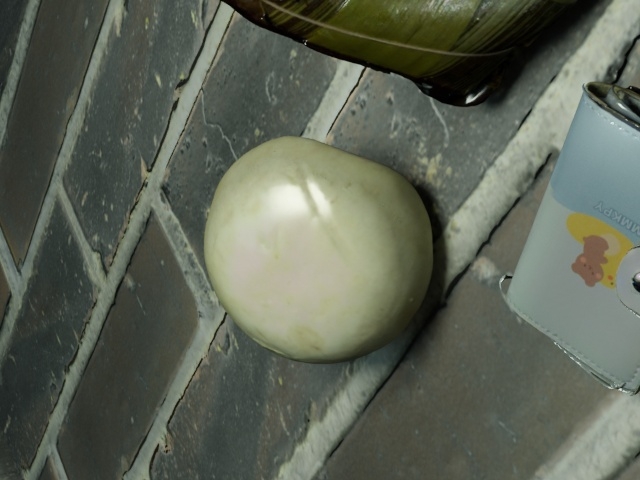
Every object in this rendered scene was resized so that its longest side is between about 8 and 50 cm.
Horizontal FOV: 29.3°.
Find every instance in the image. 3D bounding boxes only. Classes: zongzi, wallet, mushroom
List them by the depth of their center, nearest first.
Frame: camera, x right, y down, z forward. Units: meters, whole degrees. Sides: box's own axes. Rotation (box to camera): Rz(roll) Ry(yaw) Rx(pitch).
[{"bbox_3d":[0.249,0.001,0.992,0.170,0.069,0.231,37,132,25],"label":"wallet"},{"bbox_3d":[0.089,-0.254,0.995,0.317,0.289,0.154,-33,52,51],"label":"zongzi"},{"bbox_3d":[0.000,0.000,1.272,0.246,0.202,0.246,8,125,12],"label":"mushroom"}]
